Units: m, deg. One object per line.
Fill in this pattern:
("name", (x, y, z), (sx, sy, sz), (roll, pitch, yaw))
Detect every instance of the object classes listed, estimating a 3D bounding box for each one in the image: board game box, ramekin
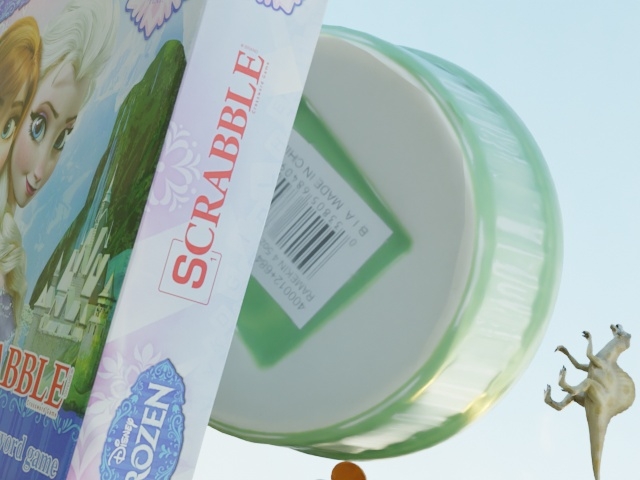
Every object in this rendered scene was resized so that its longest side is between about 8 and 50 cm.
("board game box", (-0.137, -0.023, 0.720), (0.066, 0.318, 0.319), (20, -8, -34))
("ramekin", (0.000, 0.000, 0.924), (0.303, 0.303, 0.148), (41, 9, 20))

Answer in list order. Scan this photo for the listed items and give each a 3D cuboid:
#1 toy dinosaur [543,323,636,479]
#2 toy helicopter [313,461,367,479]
("toy dinosaur", (0.288, 0.163, 1.449), (0.093, 0.183, 0.053), (17, -18, -7))
("toy helicopter", (-0.019, 0.391, 1.447), (0.140, 0.235, 0.355), (24, -49, 27))
